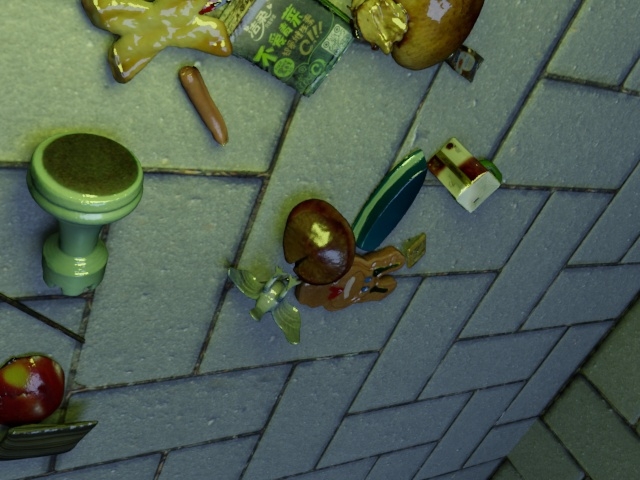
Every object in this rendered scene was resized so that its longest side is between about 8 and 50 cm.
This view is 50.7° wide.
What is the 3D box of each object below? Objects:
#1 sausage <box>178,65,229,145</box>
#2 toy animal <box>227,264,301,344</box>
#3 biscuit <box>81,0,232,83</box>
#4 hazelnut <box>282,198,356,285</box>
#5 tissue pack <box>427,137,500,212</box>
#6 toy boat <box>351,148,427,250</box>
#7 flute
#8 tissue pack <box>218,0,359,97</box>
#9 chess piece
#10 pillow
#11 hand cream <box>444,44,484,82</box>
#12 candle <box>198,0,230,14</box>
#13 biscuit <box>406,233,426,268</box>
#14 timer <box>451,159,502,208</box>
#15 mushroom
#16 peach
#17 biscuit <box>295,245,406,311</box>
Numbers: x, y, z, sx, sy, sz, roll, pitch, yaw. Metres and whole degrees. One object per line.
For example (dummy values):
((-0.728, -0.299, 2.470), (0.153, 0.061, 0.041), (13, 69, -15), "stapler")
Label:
((-0.218, -0.255, 1.277), (0.040, 0.047, 0.176), (-39, 140, -13), "sausage")
((-0.117, 0.143, 1.628), (0.176, 0.239, 0.255), (-52, 174, 39), "toy animal")
((-0.264, -0.356, 1.108), (0.208, 0.047, 0.164), (-16, 131, -1), "biscuit")
((0.000, 0.000, 1.584), (0.178, 0.178, 0.204), (-27, 99, -9), "hazelnut")
((0.352, -0.164, 1.682), (0.106, 0.148, 0.099), (-45, 140, 12), "tissue pack")
((0.178, -0.097, 1.697), (0.096, 0.061, 0.299), (12, 122, -41), "toy boat")
((-0.602, 0.170, 1.460), (0.014, 0.014, 0.269), (-37, 141, 3), "flute")
((-0.057, -0.385, 1.240), (0.235, 0.073, 0.173), (21, 116, -45), "tissue pack")
((-0.446, -0.033, 1.252), (0.195, 0.194, 0.299), (-5, 141, -31), "chess piece")
((-0.688, 0.495, 1.669), (0.208, 0.052, 0.212), (4, 144, -40), "pillow")
((0.314, -0.404, 1.508), (0.163, 0.039, 0.062), (13, 106, -44), "hand cream")
((-0.202, -0.406, 1.149), (0.162, 0.053, 0.048), (-29, -176, 1), "candle")
((0.271, 0.030, 1.902), (0.083, 0.018, 0.081), (-41, 143, -29), "biscuit")
((0.421, -0.152, 1.824), (0.140, 0.047, 0.128), (-44, 141, 11), "timer")
((0.186, -0.444, 1.230), (0.283, 0.195, 0.263), (-38, 144, -11), "mushroom")
((-0.687, 0.379, 1.571), (0.189, 0.068, 0.279), (-9, 134, -25), "peach")
((0.087, 0.115, 1.858), (0.334, 0.047, 0.202), (-7, 133, -28), "biscuit")
